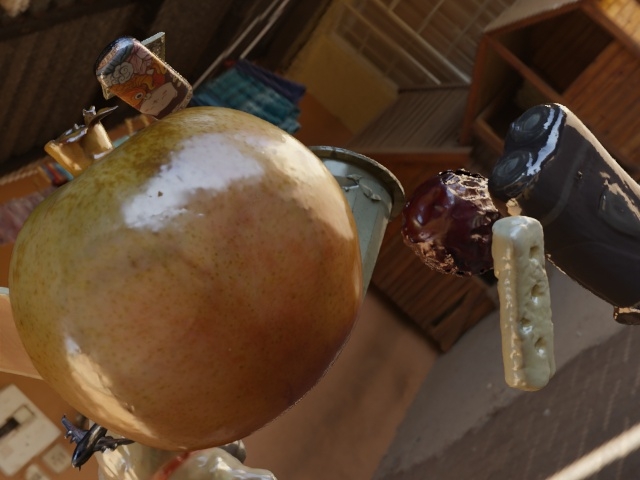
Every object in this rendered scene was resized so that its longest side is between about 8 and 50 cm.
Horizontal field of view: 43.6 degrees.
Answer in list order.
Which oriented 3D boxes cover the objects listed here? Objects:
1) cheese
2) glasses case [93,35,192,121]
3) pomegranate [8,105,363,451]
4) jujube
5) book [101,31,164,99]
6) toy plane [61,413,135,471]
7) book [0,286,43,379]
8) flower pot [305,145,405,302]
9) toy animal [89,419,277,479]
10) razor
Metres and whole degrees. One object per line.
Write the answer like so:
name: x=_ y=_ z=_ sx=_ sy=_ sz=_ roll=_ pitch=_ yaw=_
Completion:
cheese: x=0.222 y=0.069 z=0.873 sx=0.065 sy=0.193 sz=0.043 roll=-19 pitch=14 yaw=-39
glasses case: x=-0.392 y=-0.357 z=1.803 sx=0.122 sy=0.082 sz=0.321 roll=-48 pitch=-20 yaw=4
pomegranate: x=-0.120 y=0.022 z=0.711 sx=0.319 sy=0.319 sz=0.319 roll=-47 pitch=-5 yaw=-5
jujube: x=0.340 y=-0.040 z=1.936 sx=0.377 sy=0.258 sz=0.258 roll=12 pitch=-54 yaw=-49
book: x=-0.436 y=-0.405 z=1.864 sx=0.168 sy=0.013 sz=0.192 roll=-33 pitch=-3 yaw=-14
toy plane: x=-0.223 y=0.195 z=0.784 sx=0.083 sy=0.079 sz=0.031 roll=-68 pitch=-10 yaw=-60
book: x=-0.446 y=0.129 z=1.119 sx=0.241 sy=0.170 sz=0.018 roll=77 pitch=-154 yaw=-51
flower pot: x=0.000 y=0.000 z=1.146 sx=0.212 sy=0.213 sz=0.202 roll=126 pitch=163 yaw=-57
toy animal: x=-0.127 y=0.197 z=0.892 sx=0.308 sy=0.266 sz=0.188 roll=-50 pitch=26 yaw=-16
razor: x=0.402 y=-0.035 z=1.189 sx=0.113 sy=0.349 sz=0.204 roll=-23 pitch=31 yaw=58
